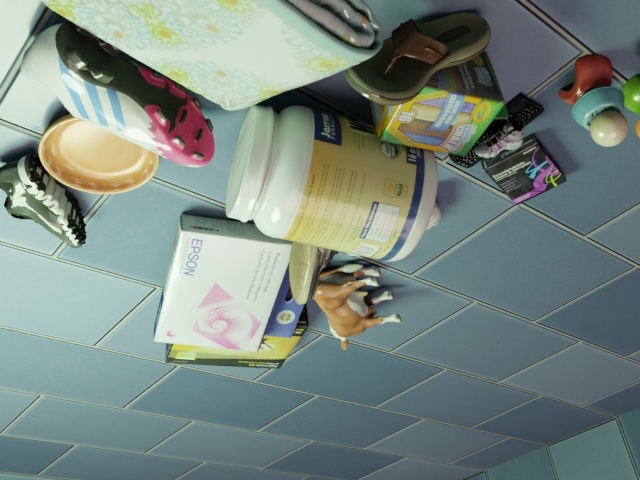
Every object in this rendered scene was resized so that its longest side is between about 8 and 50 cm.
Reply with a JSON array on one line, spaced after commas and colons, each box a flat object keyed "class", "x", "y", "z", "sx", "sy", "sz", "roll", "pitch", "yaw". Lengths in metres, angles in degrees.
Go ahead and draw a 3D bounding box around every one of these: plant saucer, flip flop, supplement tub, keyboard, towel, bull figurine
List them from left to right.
[{"class": "plant saucer", "x": -0.381, "y": -0.156, "z": 1.240, "sx": 0.200, "sy": 0.037, "sz": 0.200, "roll": -6, "pitch": 144, "yaw": -4}, {"class": "towel", "x": -0.151, "y": -0.308, "z": 0.939, "sx": 0.375, "sy": 0.090, "sz": 0.321, "roll": 26, "pitch": 160, "yaw": -38}, {"class": "supplement tub", "x": 0.014, "y": -0.100, "z": 1.217, "sx": 0.316, "sy": 0.228, "sz": 0.228, "roll": 12, "pitch": 141, "yaw": -15}, {"class": "bull figurine", "x": 0.080, "y": 0.159, "z": 1.730, "sx": 0.189, "sy": 0.101, "sz": 0.310, "roll": -19, "pitch": 145, "yaw": 13}, {"class": "flip flop", "x": 0.147, "y": -0.282, "z": 1.031, "sx": 0.277, "sy": 0.112, "sz": 0.080, "roll": -30, "pitch": 154, "yaw": -26}, {"class": "keyboard", "x": 0.318, "y": -0.194, "z": 1.327, "sx": 0.100, "sy": 0.038, "sz": 0.192, "roll": 19, "pitch": 136, "yaw": -33}]

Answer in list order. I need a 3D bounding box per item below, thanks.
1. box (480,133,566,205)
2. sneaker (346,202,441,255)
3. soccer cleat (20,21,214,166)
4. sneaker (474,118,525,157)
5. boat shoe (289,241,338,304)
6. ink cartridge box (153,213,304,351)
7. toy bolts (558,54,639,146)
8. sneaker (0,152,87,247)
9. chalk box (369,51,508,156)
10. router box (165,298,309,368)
[{"class": "box", "x": 0.409, "y": -0.138, "z": 1.432, "sx": 0.116, "sy": 0.029, "sz": 0.162, "roll": -28, "pitch": 139, "yaw": 27}, {"class": "sneaker", "x": 0.155, "y": -0.017, "z": 1.506, "sx": 0.232, "sy": 0.090, "sz": 0.115, "roll": -24, "pitch": 146, "yaw": 23}, {"class": "soccer cleat", "x": -0.310, "y": -0.218, "z": 1.123, "sx": 0.143, "sy": 0.116, "sz": 0.331, "roll": -11, "pitch": 147, "yaw": 34}, {"class": "sneaker", "x": 0.324, "y": -0.190, "z": 1.283, "sx": 0.098, "sy": 0.038, "sz": 0.069, "roll": -21, "pitch": 143, "yaw": -18}, {"class": "boat shoe", "x": 0.000, "y": 0.000, "z": 1.424, "sx": 0.093, "sy": 0.103, "sz": 0.285, "roll": -2, "pitch": 115, "yaw": -23}, {"class": "ink cartridge box", "x": -0.172, "y": 0.107, "z": 1.553, "sx": 0.330, "sy": 0.071, "sz": 0.324, "roll": 8, "pitch": 126, "yaw": -17}, {"class": "toy bolts", "x": 0.543, "y": -0.242, "z": 1.197, "sx": 0.229, "sy": 0.158, "sz": 0.218, "roll": -4, "pitch": 145, "yaw": -6}, {"class": "sneaker", "x": -0.518, "y": -0.065, "z": 1.313, "sx": 0.106, "sy": 0.078, "sz": 0.234, "roll": -10, "pitch": 142, "yaw": 8}, {"class": "chalk box", "x": 0.203, "y": -0.233, "z": 1.165, "sx": 0.213, "sy": 0.132, "sz": 0.132, "roll": 8, "pitch": 142, "yaw": -20}, {"class": "router box", "x": -0.213, "y": 0.229, "z": 1.785, "sx": 0.309, "sy": 0.081, "sz": 0.243, "roll": 6, "pitch": 143, "yaw": -20}]
